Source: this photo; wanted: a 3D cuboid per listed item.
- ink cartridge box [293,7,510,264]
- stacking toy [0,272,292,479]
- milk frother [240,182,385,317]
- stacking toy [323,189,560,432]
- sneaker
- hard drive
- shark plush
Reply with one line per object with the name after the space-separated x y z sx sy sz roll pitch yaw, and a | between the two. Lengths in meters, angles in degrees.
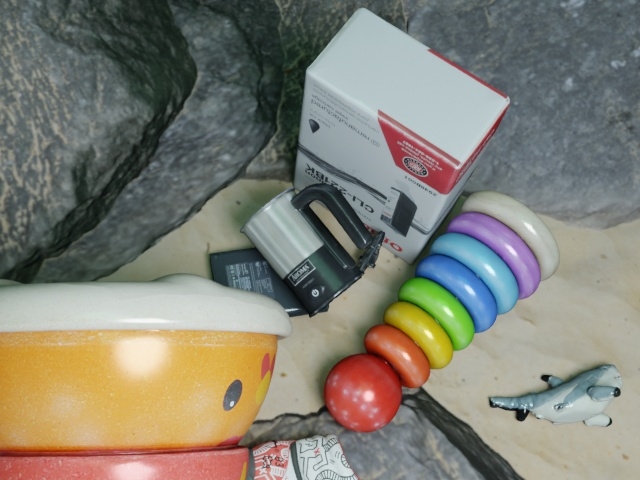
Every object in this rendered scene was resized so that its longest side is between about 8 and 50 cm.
0.081 -0.110 1.020 0.197 0.273 0.114 34 69 10 | ink cartridge box
-0.198 0.282 0.819 0.350 0.350 0.480 0 81 -7 | stacking toy
0.000 0.000 1.036 0.129 0.143 0.135 -39 86 8 | milk frother
0.134 0.095 1.012 0.141 0.141 0.330 40 71 12 | stacking toy
-0.004 0.336 0.894 0.145 0.090 0.270 -11 64 -10 | sneaker
-0.064 0.052 1.061 0.135 0.022 0.094 -8 66 -10 | hard drive
0.288 0.191 1.038 0.161 0.073 0.067 -16 45 8 | shark plush
